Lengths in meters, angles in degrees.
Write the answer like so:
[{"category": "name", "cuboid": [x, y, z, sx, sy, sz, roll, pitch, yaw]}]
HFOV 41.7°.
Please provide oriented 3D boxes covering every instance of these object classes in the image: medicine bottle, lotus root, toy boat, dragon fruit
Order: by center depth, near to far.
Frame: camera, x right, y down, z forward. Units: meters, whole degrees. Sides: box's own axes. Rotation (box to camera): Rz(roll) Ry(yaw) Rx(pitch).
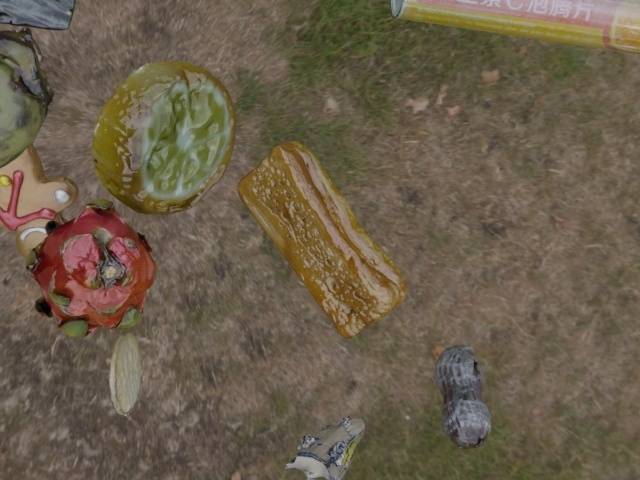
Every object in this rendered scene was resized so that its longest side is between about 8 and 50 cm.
[{"category": "lotus root", "cuboid": [-0.435, -0.131, 0.874, 0.309, 0.173, 0.173, -20, 101, -13]}, {"category": "medicine bottle", "cuboid": [0.322, -0.351, 1.277, 0.425, 0.108, 0.108, 5, 96, -9]}, {"category": "toy boat", "cuboid": [0.026, 0.319, 1.324, 0.084, 0.210, 0.066, 8, 103, 24]}, {"category": "dragon fruit", "cuboid": [-0.391, 0.054, 1.449, 0.224, 0.227, 0.224, 2, 68, -4]}]

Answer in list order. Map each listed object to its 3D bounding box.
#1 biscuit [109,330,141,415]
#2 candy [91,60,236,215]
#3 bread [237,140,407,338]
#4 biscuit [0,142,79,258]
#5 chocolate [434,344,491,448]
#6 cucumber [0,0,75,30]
[{"category": "biscuit", "cuboid": [-0.343, 0.234, 1.489, 0.020, 0.152, 0.152, -1, 98, 5]}, {"category": "candy", "cuboid": [-0.245, -0.164, 1.360, 0.118, 0.260, 0.260, 31, 89, 28]}, {"category": "bread", "cuboid": [-0.001, 0.001, 1.147, 0.271, 0.139, 0.077, 52, 40, 5]}, {"category": "biscuit", "cuboid": [-0.575, -0.086, 1.609, 0.215, 0.047, 0.340, -10, 117, 12]}, {"category": "chocolate", "cuboid": [0.295, 0.323, 1.764, 0.110, 0.248, 0.110, 1, 130, 1]}, {"category": "cucumber", "cuboid": [-0.259, -0.180, 0.524, 0.211, 0.078, 0.062, 6, 108, -14]}]
